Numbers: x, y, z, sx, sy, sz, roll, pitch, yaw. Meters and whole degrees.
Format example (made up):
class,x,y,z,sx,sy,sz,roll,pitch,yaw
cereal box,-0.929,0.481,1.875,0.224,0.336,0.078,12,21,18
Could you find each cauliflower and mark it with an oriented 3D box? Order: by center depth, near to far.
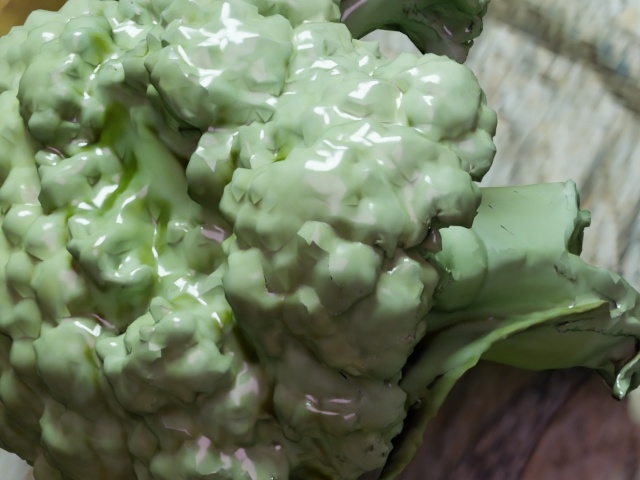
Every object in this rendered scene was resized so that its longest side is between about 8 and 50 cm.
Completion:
class,x,y,z,sx,sy,sz,roll,pitch,yaw
cauliflower,-0.015,-0.013,0.570,0.281,0.261,0.327,-23,19,-30

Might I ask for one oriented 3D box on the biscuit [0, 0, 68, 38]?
class,x,y,z,sx,sy,sz,roll,pitch,yaw
biscuit,-0.191,-0.213,0.723,0.312,0.057,0.351,0,75,36
